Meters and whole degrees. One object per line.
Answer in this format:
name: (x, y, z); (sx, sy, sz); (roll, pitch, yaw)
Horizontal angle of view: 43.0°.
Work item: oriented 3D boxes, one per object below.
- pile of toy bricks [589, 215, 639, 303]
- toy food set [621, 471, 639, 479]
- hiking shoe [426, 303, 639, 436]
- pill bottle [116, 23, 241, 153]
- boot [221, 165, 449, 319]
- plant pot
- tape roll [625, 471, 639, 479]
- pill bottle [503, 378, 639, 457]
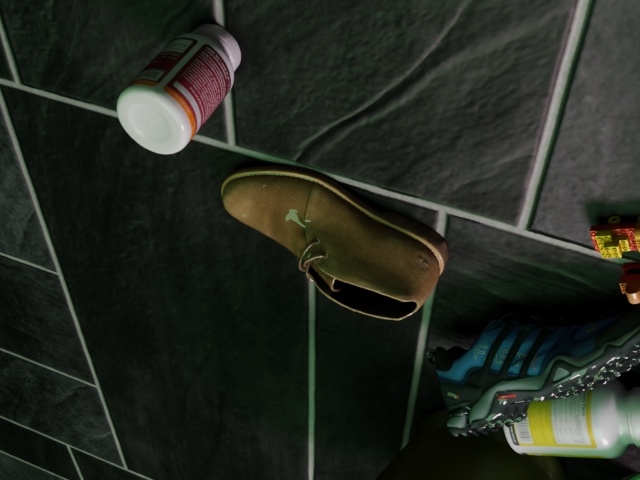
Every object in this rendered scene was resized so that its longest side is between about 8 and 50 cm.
pile of toy bricks: (0.382, 0.033, 0.815); (0.212, 0.105, 0.118); (-5, 129, 35)
toy food set: (0.458, 0.354, 1.046); (0.232, 0.104, 0.111); (-24, 143, 9)
hiking shoe: (0.261, 0.133, 0.989); (0.304, 0.132, 0.113); (-33, 154, 28)
pill bottle: (-0.148, -0.171, 0.888); (0.086, 0.152, 0.086); (17, 139, 15)
boot: (0.000, 0.000, 1.009); (0.306, 0.115, 0.112); (22, 142, 12)
plant pot: (0.191, 0.448, 1.167); (0.367, 0.353, 0.366); (20, 140, 18)
tape roll: (0.457, 0.414, 0.930); (0.322, 0.321, 0.077); (7, 172, 26)
pill bottle: (0.337, 0.227, 1.048); (0.184, 0.103, 0.103); (-9, 127, 37)
